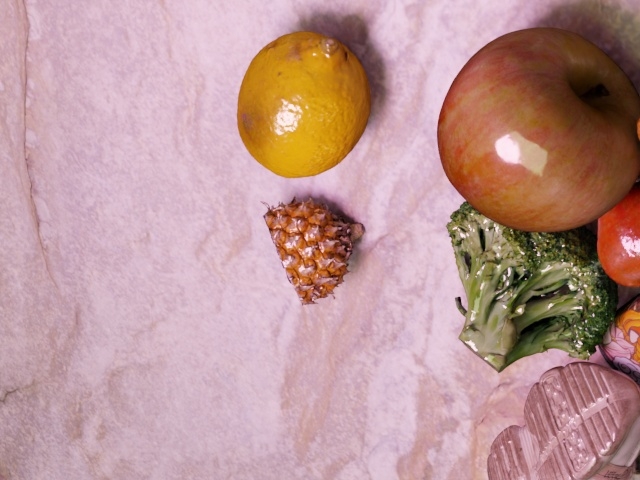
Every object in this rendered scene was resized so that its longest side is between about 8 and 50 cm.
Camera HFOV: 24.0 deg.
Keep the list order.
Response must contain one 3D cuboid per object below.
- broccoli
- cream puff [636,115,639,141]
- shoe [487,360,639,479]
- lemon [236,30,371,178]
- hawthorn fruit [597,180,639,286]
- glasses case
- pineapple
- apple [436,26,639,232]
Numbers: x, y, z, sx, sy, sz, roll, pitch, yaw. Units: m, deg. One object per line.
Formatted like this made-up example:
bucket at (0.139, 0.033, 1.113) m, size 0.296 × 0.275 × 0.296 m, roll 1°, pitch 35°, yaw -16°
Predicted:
broccoli at (0.270, 0.054, 2.025) m, size 0.261 × 0.241 × 0.269 m, roll 32°, pitch 173°, yaw 18°
cream puff at (0.502, -0.093, 1.698) m, size 0.303 × 0.212 × 0.303 m, roll 56°, pitch 177°, yaw 5°
shoe at (0.390, 0.290, 2.163) m, size 0.351 × 0.198 × 0.171 m, roll 127°, pitch 140°, yaw -53°
lemon at (-0.024, -0.190, 2.101) m, size 0.188 × 0.188 × 0.256 m, roll 35°, pitch 142°, yaw 12°
hawthorn fruit at (0.417, -0.014, 1.914) m, size 0.133 × 0.133 × 0.138 m, roll -18°, pitch 94°, yaw 48°
glasses case at (0.488, 0.101, 1.985) m, size 0.122 × 0.082 × 0.321 m, roll 48°, pitch 141°, yaw 2°
pineapple at (0.001, 0.003, 2.312) m, size 0.161 × 0.137 × 0.176 m, roll -113°, pitch 2°, yaw -57°
apple at (0.264, -0.128, 1.844) m, size 0.257 × 0.257 × 0.234 m, roll 49°, pitch 132°, yaw -4°
